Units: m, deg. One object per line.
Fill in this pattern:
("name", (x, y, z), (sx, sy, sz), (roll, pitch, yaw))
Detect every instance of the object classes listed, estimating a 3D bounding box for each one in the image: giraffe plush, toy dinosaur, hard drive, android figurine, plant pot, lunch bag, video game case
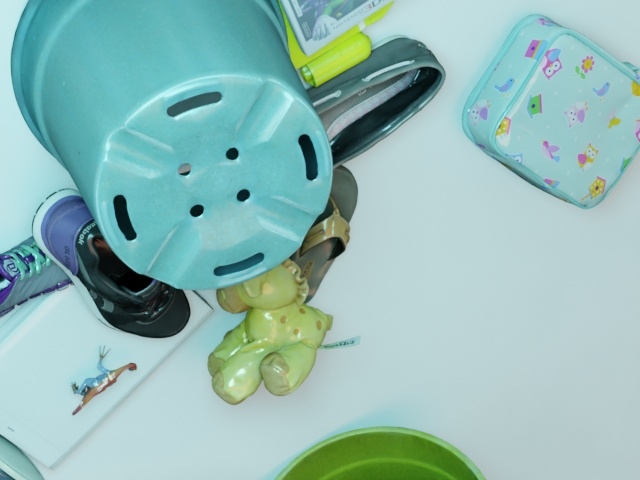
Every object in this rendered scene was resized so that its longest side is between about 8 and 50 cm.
("giraffe plush", (-0.072, 0.095, 1.771), (0.210, 0.181, 0.170), (-21, 114, 0))
("toy dinosaur", (-0.278, 0.186, 1.722), (0.082, 0.090, 0.047), (-15, 145, 15))
("hard drive", (-0.313, 0.140, 1.743), (0.307, 0.040, 0.203), (-44, 128, -1))
("android figurine", (-0.009, -0.320, 1.665), (0.273, 0.056, 0.248), (-30, 126, -10))
("plant pot", (-0.155, -0.135, 1.472), (0.341, 0.334, 0.341), (-9, 122, -15))
("plant pot", (0.109, 0.535, 2.030), (0.366, 0.366, 0.353), (-30, 138, -13))
("lunch bag", (0.352, -0.186, 1.906), (0.279, 0.108, 0.224), (27, 95, -38))
("video game case", (0.024, -0.333, 1.594), (0.173, 0.022, 0.190), (-34, 142, -6))

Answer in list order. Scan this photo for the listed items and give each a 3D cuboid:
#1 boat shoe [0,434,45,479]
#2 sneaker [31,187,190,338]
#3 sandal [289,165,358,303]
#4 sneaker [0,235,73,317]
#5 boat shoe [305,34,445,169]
("boat shoe", (-0.460, 0.277, 1.697), (0.079, 0.095, 0.254), (-49, 126, -1))
("sneaker", (-0.232, 0.057, 1.616), (0.107, 0.124, 0.283), (-53, 138, -10))
("sandal", (0.000, 0.000, 1.834), (0.090, 0.060, 0.219), (12, 108, -34))
("sneaker", (-0.347, 0.031, 1.616), (0.224, 0.098, 0.083), (-35, 87, -9))
("boat shoe", (0.018, -0.153, 1.741), (0.335, 0.095, 0.112), (-38, 127, -7))
